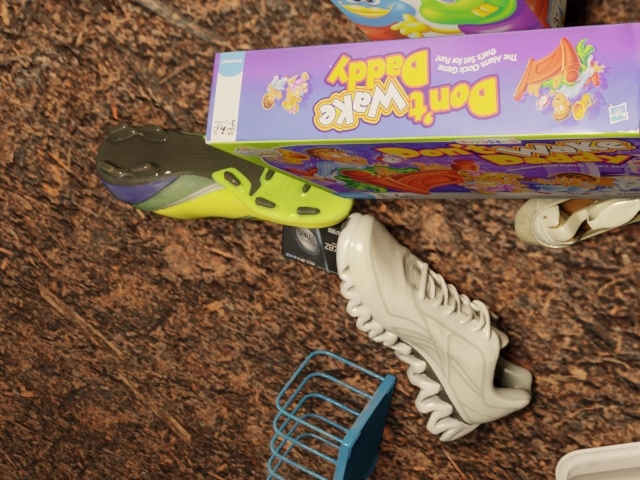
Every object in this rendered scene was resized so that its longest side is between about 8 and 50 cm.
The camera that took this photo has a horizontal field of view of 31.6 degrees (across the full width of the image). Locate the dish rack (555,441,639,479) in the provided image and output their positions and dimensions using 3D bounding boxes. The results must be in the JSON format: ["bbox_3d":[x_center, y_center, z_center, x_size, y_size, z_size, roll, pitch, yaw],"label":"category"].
[{"bbox_3d":[0.423,0.354,1.204,0.286,0.072,0.332,-17,114,40],"label":"dish rack"}]

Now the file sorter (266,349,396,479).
[{"bbox_3d":[0.006,0.230,1.320,0.104,0.118,0.170,24,134,17],"label":"file sorter"}]

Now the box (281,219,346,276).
[{"bbox_3d":[0.000,0.000,1.202,0.083,0.018,0.067,20,134,16],"label":"box"}]

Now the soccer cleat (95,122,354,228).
[{"bbox_3d":[-0.095,-0.061,1.180,0.289,0.093,0.121,10,160,19],"label":"soccer cleat"}]

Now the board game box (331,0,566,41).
[{"bbox_3d":[0.061,-0.247,0.779,0.144,0.142,0.275,-1,161,32],"label":"board game box"}]

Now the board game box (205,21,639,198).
[{"bbox_3d":[0.117,-0.092,0.914,0.347,0.233,0.078,1,82,31],"label":"board game box"}]

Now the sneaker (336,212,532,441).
[{"bbox_3d":[0.117,0.079,1.146,0.118,0.110,0.292,-17,123,31],"label":"sneaker"}]

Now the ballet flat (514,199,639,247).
[{"bbox_3d":[0.236,-0.025,1.015,0.168,0.052,0.057,-26,109,42],"label":"ballet flat"}]
